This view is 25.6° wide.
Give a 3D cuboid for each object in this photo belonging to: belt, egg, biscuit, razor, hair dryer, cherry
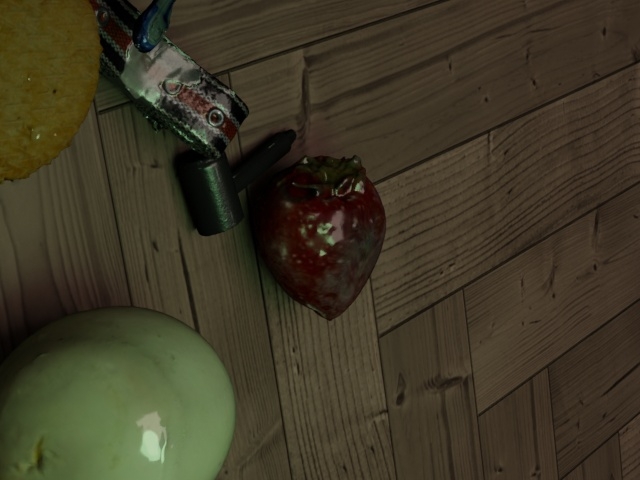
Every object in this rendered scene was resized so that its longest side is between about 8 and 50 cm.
[{"bbox_3d":[-0.233,-0.229,1.761,0.359,0.126,0.094,40,77,-40],"label":"belt"},{"bbox_3d":[-0.244,0.215,1.688,0.345,0.283,0.283,-24,114,-64],"label":"egg"},{"bbox_3d":[-0.335,-0.185,1.571,0.254,0.035,0.254,-40,141,-42],"label":"biscuit"},{"bbox_3d":[-0.182,-0.330,1.749,0.324,0.056,0.093,-83,151,-52],"label":"razor"},{"bbox_3d":[-0.103,-0.113,1.982,0.248,0.070,0.114,-43,126,-43],"label":"hair dryer"},{"bbox_3d":[0.000,0.000,2.029,0.192,0.175,0.249,-33,121,-51],"label":"cherry"}]
